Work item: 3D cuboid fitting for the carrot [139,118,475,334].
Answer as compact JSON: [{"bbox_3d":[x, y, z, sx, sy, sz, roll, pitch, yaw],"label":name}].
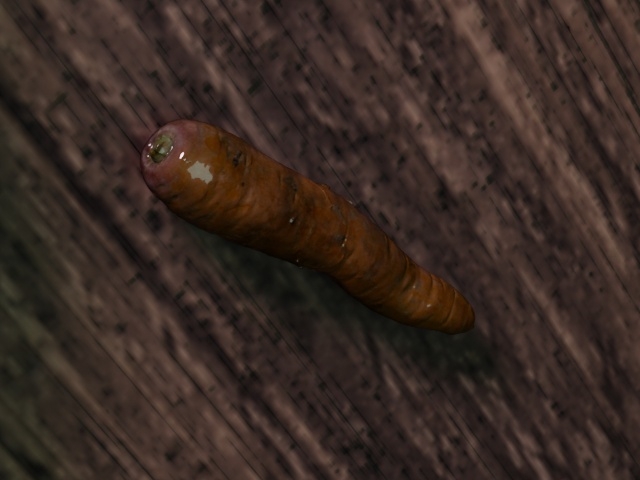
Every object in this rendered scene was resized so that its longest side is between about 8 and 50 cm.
[{"bbox_3d":[0.001,-0.001,0.612,0.165,0.036,0.035,27,91,-35],"label":"carrot"}]
